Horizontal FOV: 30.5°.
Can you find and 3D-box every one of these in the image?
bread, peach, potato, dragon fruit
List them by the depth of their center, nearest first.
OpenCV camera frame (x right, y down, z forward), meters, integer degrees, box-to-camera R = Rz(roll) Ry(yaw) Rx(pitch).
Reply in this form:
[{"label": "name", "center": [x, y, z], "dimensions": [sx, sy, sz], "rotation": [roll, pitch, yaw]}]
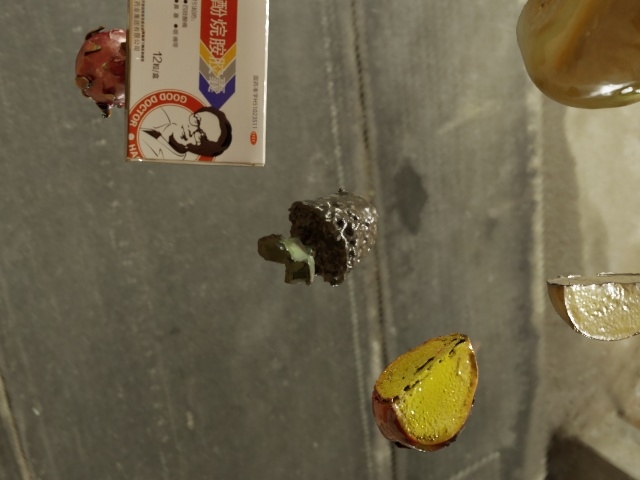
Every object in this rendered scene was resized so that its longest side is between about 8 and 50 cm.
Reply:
[{"label": "bread", "center": [0.331, -0.286, 1.201], "dimensions": [0.160, 0.333, 0.333], "rotation": [23, 96, -10]}, {"label": "peach", "center": [0.138, 0.200, 1.575], "dimensions": [0.127, 0.092, 0.172], "rotation": [33, 74, -22]}, {"label": "potato", "center": [0.424, 0.100, 1.804], "dimensions": [0.243, 0.138, 0.098], "rotation": [-2, 93, -27]}, {"label": "dragon fruit", "center": [-0.332, -0.275, 1.868], "dimensions": [0.136, 0.166, 0.133], "rotation": [-41, 99, -18]}]

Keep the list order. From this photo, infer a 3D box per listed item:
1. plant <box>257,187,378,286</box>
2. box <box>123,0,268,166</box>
[{"label": "plant", "center": [0.000, 0.000, 1.968], "dimensions": [0.203, 0.142, 0.131], "rotation": [-40, 142, -42]}, {"label": "box", "center": [-0.189, -0.291, 1.792], "dimensions": [0.214, 0.069, 0.353], "rotation": [2, 91, -17]}]
